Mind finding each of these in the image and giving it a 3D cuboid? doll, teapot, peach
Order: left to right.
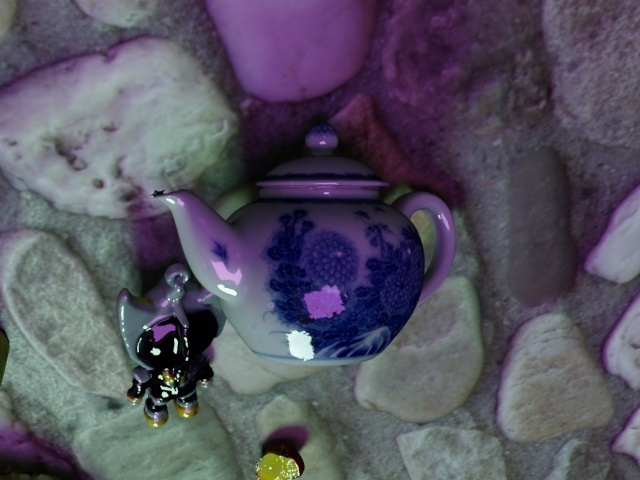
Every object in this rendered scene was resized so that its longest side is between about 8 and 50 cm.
[{"bbox_3d":[-0.195,0.141,1.161,0.145,0.103,0.316,4,132,-7],"label":"doll"},{"bbox_3d":[-0.064,0.367,1.392,0.077,0.050,0.083,17,116,6],"label":"peach"},{"bbox_3d":[0.000,0.000,1.019,0.424,0.252,0.280,0,92,-34],"label":"teapot"}]

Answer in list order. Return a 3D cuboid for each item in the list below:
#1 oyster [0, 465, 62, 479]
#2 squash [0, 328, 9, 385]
[{"bbox_3d":[-0.464,0.423,1.346,0.201,0.107,0.354,-11,144,24],"label":"oyster"},{"bbox_3d":[-0.472,0.188,1.100,0.123,0.187,0.123,-5,121,-8],"label":"squash"}]
